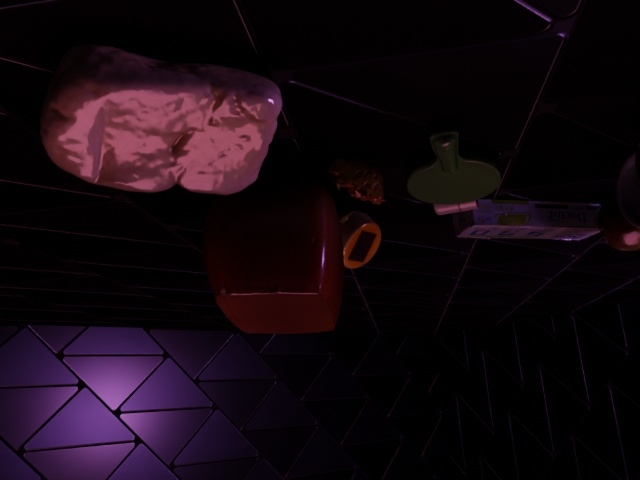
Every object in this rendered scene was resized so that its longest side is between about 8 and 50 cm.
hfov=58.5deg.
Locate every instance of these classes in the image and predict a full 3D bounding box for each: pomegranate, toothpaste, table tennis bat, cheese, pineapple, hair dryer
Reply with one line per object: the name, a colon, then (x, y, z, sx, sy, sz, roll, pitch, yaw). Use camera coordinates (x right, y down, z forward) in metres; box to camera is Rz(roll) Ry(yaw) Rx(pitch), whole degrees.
pomegranate: (0.661, -0.052, 1.194, 0.159, 0.129, 0.129, -40, 150, 21)
toothpaste: (0.460, -0.044, 1.261, 0.336, 0.067, 0.081, 1, 163, -17)
table tennis bat: (0.217, -0.118, 0.954, 0.160, 0.039, 0.257, -7, 159, 16)
cheese: (-0.184, -0.137, 0.673, 0.263, 0.093, 0.159, 1, 131, -23)
pineapple: (0.068, -0.106, 0.988, 0.114, 0.077, 0.114, 31, 175, 1)
hair dryer: (0.249, -0.093, 1.087, 0.082, 0.047, 0.137, -9, 158, 21)

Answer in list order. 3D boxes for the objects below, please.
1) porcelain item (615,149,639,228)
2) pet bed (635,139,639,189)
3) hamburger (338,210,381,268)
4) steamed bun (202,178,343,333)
porcelain item: (0.603, -0.091, 0.981, 0.114, 0.147, 0.147, -3, 164, -12)
pet bed: (0.566, -0.140, 0.807, 0.210, 0.159, 0.183, -5, 176, 24)
hamburger: (0.061, -0.004, 1.223, 0.141, 0.127, 0.081, -10, -146, -42)
steamed bun: (-0.076, 0.022, 1.037, 0.235, 0.248, 0.379, -2, 160, 4)
